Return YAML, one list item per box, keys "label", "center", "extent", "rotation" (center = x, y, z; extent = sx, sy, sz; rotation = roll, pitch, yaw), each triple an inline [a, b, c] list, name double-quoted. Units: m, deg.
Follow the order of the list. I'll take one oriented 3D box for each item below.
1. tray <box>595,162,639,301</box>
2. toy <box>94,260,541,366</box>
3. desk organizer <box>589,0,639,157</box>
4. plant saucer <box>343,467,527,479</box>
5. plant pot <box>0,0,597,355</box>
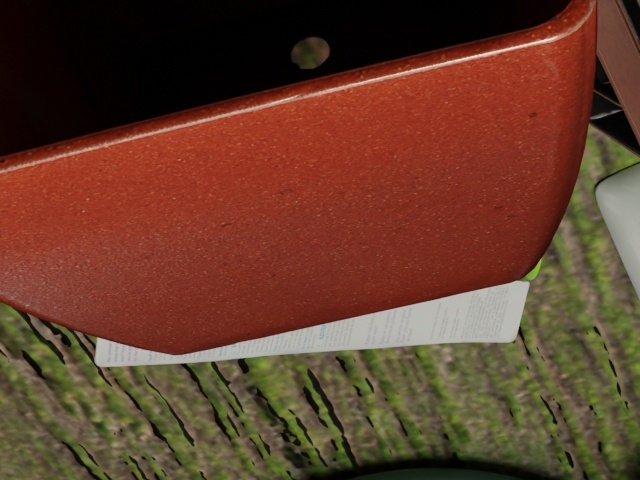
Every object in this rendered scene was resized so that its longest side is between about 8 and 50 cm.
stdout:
- label: "tray"
  center: [0.254, 0.065, 0.985]
  extent: [0.145, 0.270, 0.030]
  rotation: [-25, 172, 20]
- label: "toy"
  center: [0.000, 0.000, 1.020]
  extent: [0.237, 0.056, 0.137]
  rotation: [-1, 134, -12]
- label: "desk organizer"
  center: [0.136, -0.092, 0.939]
  extent: [0.050, 0.047, 0.130]
  rotation: [-18, 136, 17]
- label: "plant saucer"
  center: [0.064, 0.245, 1.299]
  extent: [0.317, 0.044, 0.317]
  rotation: [-2, 137, -2]
- label: "plant pot"
  center: [-0.026, -0.094, 0.782]
  extent: [0.267, 0.267, 0.236]
  rotation: [-13, 148, 9]
